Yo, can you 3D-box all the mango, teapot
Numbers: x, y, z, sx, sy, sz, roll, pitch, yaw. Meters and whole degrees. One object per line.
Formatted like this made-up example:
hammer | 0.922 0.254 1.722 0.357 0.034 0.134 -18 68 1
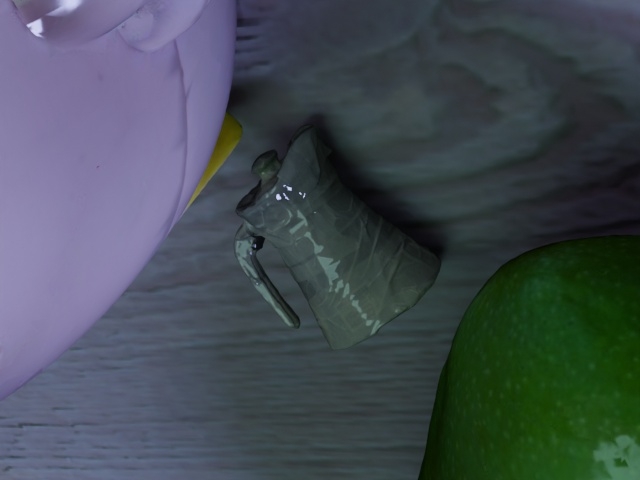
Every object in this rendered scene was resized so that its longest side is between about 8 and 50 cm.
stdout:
mango | 0.124 0.158 0.662 0.225 0.201 0.382 14 130 35
teapot | 0.000 0.000 0.691 0.067 0.057 0.083 -35 100 15

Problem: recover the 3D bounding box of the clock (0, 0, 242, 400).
clock | -0.223 -0.104 0.576 0.368 0.250 0.377 -15 120 35
